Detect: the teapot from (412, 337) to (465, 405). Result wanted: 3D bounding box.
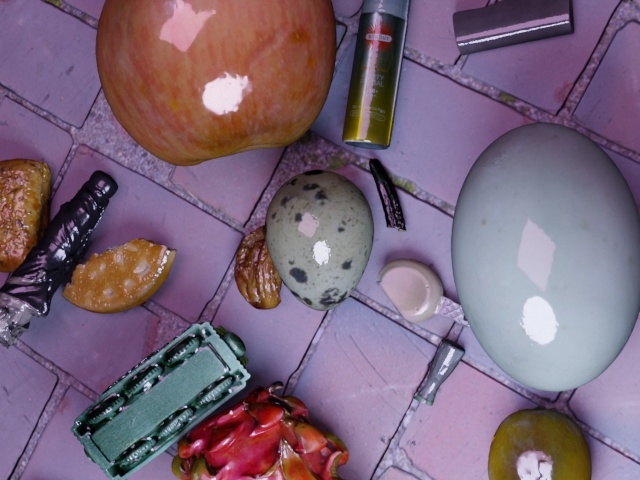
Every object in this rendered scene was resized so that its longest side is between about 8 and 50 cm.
[{"bbox_3d":[0.187,0.212,1.813,0.042,0.043,0.111,31,100,21],"label":"teapot"}]

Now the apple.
[{"bbox_3d":[-0.162,-0.301,1.829,0.391,0.391,0.347,-11,101,20],"label":"apple"}]

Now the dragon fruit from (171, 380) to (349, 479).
[{"bbox_3d":[-0.077,0.363,1.791,0.307,0.227,0.243,-5,124,51],"label":"dragon fruit"}]

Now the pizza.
[{"bbox_3d":[-0.352,0.065,2.028,0.246,0.058,0.127,-33,77,20],"label":"pizza"}]

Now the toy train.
[{"bbox_3d":[-0.254,0.254,1.907,0.330,0.178,0.138,-38,90,9],"label":"toy train"}]

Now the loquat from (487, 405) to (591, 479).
[{"bbox_3d":[0.324,0.342,1.689,0.152,0.152,0.195,-1,76,22],"label":"loquat"}]

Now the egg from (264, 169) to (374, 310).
[{"bbox_3d":[0.000,0.000,1.836,0.177,0.177,0.228,-3,96,21],"label":"egg"}]

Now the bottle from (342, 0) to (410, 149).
[{"bbox_3d":[0.095,-0.297,1.877,0.082,0.082,0.286,7,87,22],"label":"bottle"}]

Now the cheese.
[{"bbox_3d":[0.166,0.097,1.827,0.171,0.047,0.092,44,101,19],"label":"cheese"}]

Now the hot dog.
[{"bbox_3d":[-0.098,0.043,1.924,0.099,0.065,0.147,1,86,55],"label":"hot dog"}]

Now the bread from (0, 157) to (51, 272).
[{"bbox_3d":[-0.561,-0.045,2.113,0.113,0.083,0.211,-2,86,17],"label":"bread"}]

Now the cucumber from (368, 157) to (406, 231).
[{"bbox_3d":[0.110,-0.075,1.873,0.034,0.033,0.135,-18,79,16],"label":"cucumber"}]

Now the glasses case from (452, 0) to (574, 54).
[{"bbox_3d":[0.308,-0.350,1.822,0.190,0.042,0.072,-8,74,21],"label":"glasses case"}]

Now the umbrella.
[{"bbox_3d":[-0.473,0.034,2.039,0.106,0.113,0.358,38,80,-19],"label":"umbrella"}]

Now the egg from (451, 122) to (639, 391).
[{"bbox_3d":[0.327,0.022,1.647,0.276,0.276,0.389,-5,80,21],"label":"egg"}]
